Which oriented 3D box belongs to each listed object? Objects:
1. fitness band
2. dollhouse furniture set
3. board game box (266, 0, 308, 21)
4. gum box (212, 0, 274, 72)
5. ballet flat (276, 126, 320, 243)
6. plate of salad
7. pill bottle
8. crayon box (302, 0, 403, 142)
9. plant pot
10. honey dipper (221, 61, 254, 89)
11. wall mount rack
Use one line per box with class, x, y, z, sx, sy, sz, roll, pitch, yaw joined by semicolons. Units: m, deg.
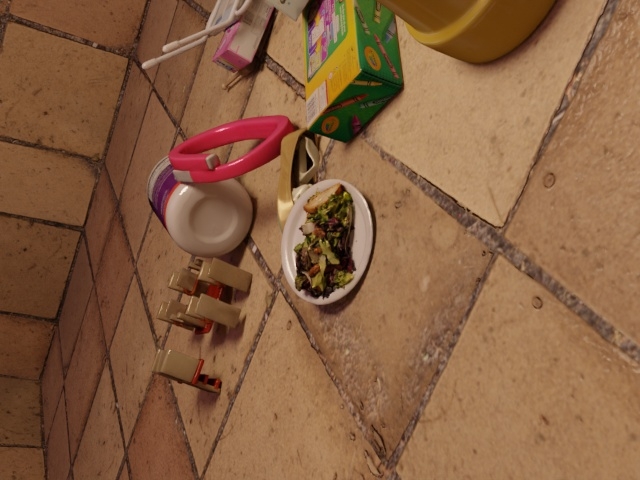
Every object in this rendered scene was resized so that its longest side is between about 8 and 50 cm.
fitness band;-0.177;-0.184;1.453;0.290;0.209;0.054;8;128;49
dollhouse furniture set;-0.245;0.175;1.560;0.262;0.135;0.259;-16;54;60
board game box;0.004;-0.551;1.274;0.303;0.097;0.224;-52;17;23
gum box;-0.169;-0.487;1.688;0.107;0.062;0.189;-3;63;63
ballet flat;-0.033;-0.099;1.286;0.073;0.080;0.232;-29;54;39
plate of salad;0.000;0.000;1.161;0.199;0.048;0.200;-11;74;42
pill bottle;-0.276;-0.092;1.630;0.323;0.181;0.182;39;113;61
crayon box;0.045;-0.324;1.219;0.165;0.081;0.279;-40;44;50
plant pot;0.136;-0.371;0.893;0.254;0.238;0.254;-34;49;52
honey dipper;-0.205;-0.395;1.783;0.160;0.030;0.031;-14;66;59
wall mount rack;-0.263;-0.510;1.664;0.350;0.130;0.304;4;72;65
